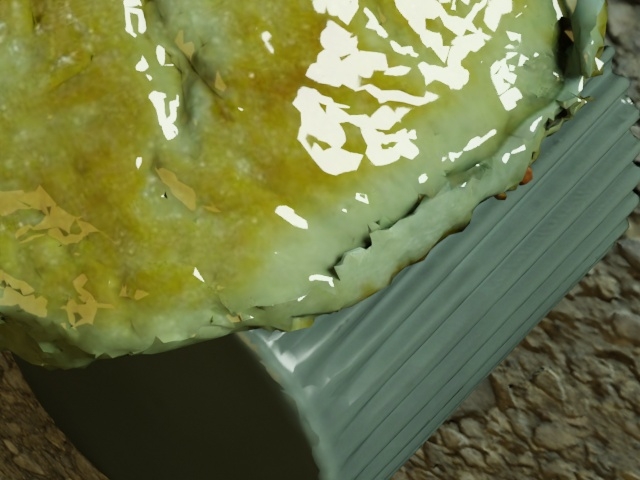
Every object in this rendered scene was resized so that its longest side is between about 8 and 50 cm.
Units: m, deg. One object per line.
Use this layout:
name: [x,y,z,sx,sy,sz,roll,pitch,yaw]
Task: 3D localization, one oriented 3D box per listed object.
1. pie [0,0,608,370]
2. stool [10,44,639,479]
pie: [-0.089,-0.137,0.638,0.180,0.418,0.395,131,121,-78]
stool: [0.000,0.000,0.845,0.297,0.330,0.297,25,139,24]
